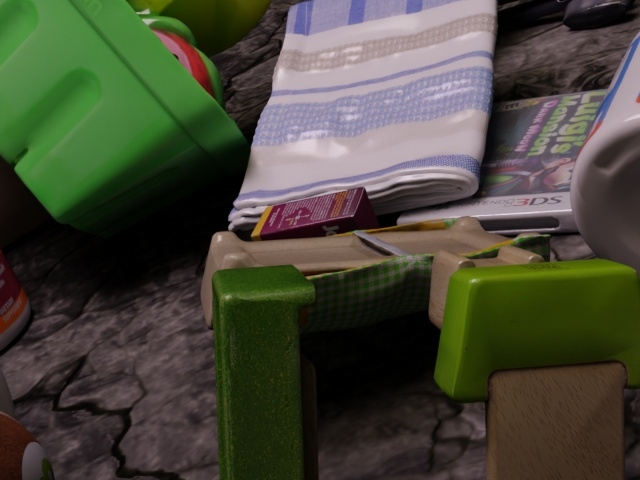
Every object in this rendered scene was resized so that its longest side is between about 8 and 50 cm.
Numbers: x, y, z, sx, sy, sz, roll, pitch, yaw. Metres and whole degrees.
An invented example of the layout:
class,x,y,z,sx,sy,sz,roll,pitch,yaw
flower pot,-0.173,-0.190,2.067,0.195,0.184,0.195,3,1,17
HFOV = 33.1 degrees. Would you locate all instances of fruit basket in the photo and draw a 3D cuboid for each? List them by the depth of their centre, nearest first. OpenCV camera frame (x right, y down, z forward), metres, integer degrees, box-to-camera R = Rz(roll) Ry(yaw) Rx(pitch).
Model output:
class,x,y,z,sx,sy,sz,roll,pitch,yaw
fruit basket,-0.166,-0.228,0.981,0.392,0.392,0.283,-22,-6,1

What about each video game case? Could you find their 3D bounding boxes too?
class,x,y,z,sx,sy,sz,roll,pitch,yaw
video game case,0.171,-0.063,0.815,0.173,0.022,0.190,-3,32,35

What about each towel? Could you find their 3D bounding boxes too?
class,x,y,z,sx,sy,sz,roll,pitch,yaw
towel,0.042,-0.127,0.891,0.209,0.034,0.285,-9,46,24

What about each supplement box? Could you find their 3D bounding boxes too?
class,x,y,z,sx,sy,sz,roll,pitch,yaw
supplement box,0.000,0.000,0.794,0.083,0.055,0.043,-12,29,23

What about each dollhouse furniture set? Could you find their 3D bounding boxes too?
class,x,y,z,sx,sy,sz,roll,pitch,yaw
dollhouse furniture set,0.036,0.077,0.607,0.197,0.151,0.301,-4,6,-8

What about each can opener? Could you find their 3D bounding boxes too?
class,x,y,z,sx,sy,sz,roll,pitch,yaw
can opener,0.230,-0.247,1.083,0.186,0.059,0.073,1,35,40

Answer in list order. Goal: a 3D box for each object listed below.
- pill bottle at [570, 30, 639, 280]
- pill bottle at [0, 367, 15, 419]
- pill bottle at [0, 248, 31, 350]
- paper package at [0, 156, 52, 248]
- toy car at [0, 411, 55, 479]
class,x,y,z,sx,sy,sz,roll,pitch,yaw
pill bottle,0.239,-0.076,0.667,0.124,0.124,0.221,-5,31,32
pill bottle,-0.367,0.127,0.657,0.323,0.181,0.181,-27,25,-26
pill bottle,-0.339,-0.004,0.881,0.121,0.221,0.121,-18,26,9
paper package,-0.380,-0.115,1.196,0.325,0.168,0.309,-35,30,-26
toy car,-0.165,0.168,0.505,0.149,0.155,0.188,-36,38,-26
